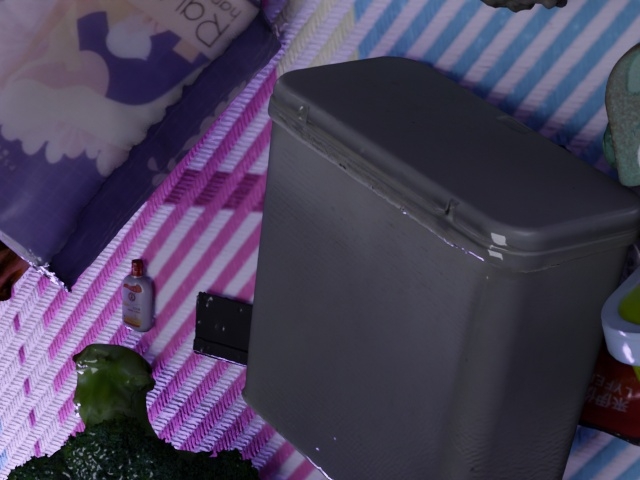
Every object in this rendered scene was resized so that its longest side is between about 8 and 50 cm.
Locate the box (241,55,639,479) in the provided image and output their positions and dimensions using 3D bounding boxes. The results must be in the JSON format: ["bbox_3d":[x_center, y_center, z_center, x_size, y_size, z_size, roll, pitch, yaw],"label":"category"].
[{"bbox_3d":[0.087,0.058,1.566,0.352,0.177,0.343,37,127,43],"label":"box"}]

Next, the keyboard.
[{"bbox_3d":[-0.040,0.111,1.845,0.231,0.023,0.072,14,107,32],"label":"keyboard"}]

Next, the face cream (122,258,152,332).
[{"bbox_3d":[-0.207,0.061,1.952,0.040,0.021,0.083,16,115,31],"label":"face cream"}]

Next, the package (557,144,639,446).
[{"bbox_3d":[0.242,0.049,1.583,0.194,0.071,0.269,27,130,32],"label":"package"}]

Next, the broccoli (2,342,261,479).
[{"bbox_3d":[-0.205,0.266,1.909,0.297,0.298,0.297,-35,46,40],"label":"broccoli"}]

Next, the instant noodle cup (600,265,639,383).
[{"bbox_3d":[0.407,0.149,1.381,0.294,0.294,0.307,-10,107,39],"label":"instant noodle cup"}]

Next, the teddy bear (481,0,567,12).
[{"bbox_3d":[0.125,-0.336,1.335,0.225,0.367,0.357,-15,102,27],"label":"teddy bear"}]

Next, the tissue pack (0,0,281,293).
[{"bbox_3d":[-0.231,-0.152,1.709,0.242,0.125,0.343,36,81,22],"label":"tissue pack"}]

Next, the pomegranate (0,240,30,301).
[{"bbox_3d":[-0.444,-0.036,1.918,0.322,0.322,0.322,14,114,33],"label":"pomegranate"}]

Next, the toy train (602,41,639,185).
[{"bbox_3d":[0.372,-0.114,1.380,0.326,0.129,0.159,-2,101,37],"label":"toy train"}]
